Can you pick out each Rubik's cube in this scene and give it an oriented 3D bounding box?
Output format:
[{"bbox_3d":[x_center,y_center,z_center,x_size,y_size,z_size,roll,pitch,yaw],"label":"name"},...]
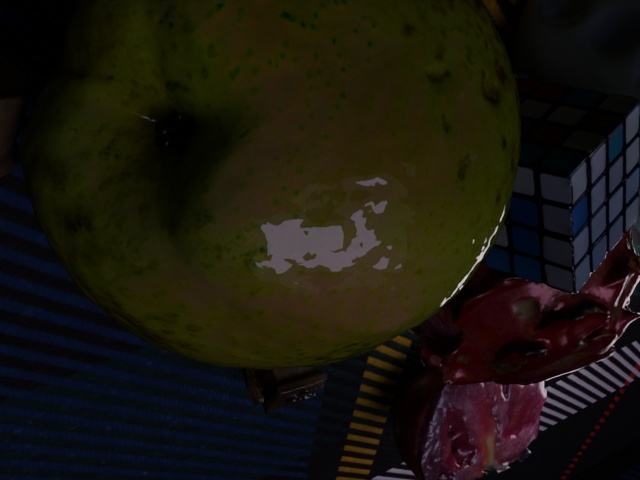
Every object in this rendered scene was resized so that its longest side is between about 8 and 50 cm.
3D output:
[{"bbox_3d":[0.237,-0.063,0.831,0.155,0.151,0.154,-42,134,-31],"label":"Rubik's cube"}]

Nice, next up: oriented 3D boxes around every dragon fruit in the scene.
[{"bbox_3d":[0.281,0.078,1.105,0.386,0.249,0.371,-27,166,20],"label":"dragon fruit"}]

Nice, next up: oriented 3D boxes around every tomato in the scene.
[{"bbox_3d":[0.272,0.304,1.499,0.334,0.176,0.290,-19,120,-26],"label":"tomato"}]

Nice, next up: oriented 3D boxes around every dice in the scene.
[{"bbox_3d":[0.413,-0.224,0.938,0.265,0.268,0.262,-47,144,13],"label":"dice"}]

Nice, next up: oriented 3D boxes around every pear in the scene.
[{"bbox_3d":[-0.038,-0.071,0.608,0.390,0.391,0.391,-24,143,-20],"label":"pear"}]

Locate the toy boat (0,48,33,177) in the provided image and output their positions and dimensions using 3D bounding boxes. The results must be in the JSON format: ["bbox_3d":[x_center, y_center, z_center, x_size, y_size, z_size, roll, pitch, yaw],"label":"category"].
[{"bbox_3d":[-0.262,-0.105,0.531,0.116,0.188,0.061,12,113,-48],"label":"toy boat"}]

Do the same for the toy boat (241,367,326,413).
[{"bbox_3d":[-0.049,0.157,1.015,0.089,0.122,0.321,-15,158,-21],"label":"toy boat"}]
